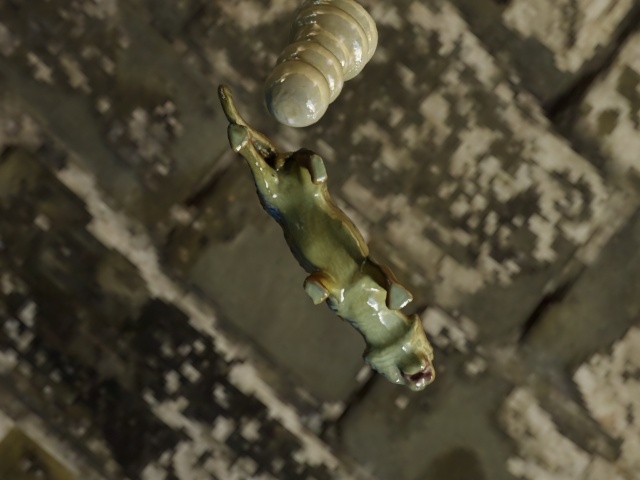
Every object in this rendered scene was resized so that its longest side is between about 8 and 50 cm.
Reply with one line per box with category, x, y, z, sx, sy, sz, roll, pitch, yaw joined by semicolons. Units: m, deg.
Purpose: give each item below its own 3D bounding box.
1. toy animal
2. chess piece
toy animal;0.000;0.000;1.023;0.241;0.057;0.099;56;177;4
chess piece;-0.014;-0.274;2.443;0.143;0.261;0.142;13;130;16
